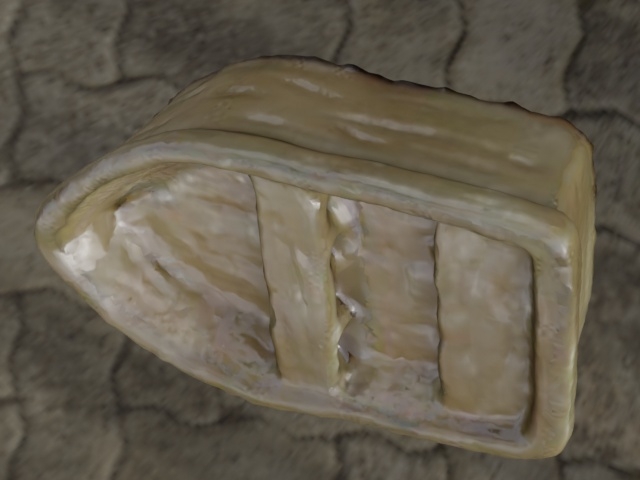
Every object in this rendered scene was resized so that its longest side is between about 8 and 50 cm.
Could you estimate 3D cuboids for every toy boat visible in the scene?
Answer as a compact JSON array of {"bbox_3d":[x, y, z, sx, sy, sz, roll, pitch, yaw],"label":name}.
[{"bbox_3d":[0.000,0.000,0.657,0.188,0.061,0.116,12,137,17],"label":"toy boat"}]
